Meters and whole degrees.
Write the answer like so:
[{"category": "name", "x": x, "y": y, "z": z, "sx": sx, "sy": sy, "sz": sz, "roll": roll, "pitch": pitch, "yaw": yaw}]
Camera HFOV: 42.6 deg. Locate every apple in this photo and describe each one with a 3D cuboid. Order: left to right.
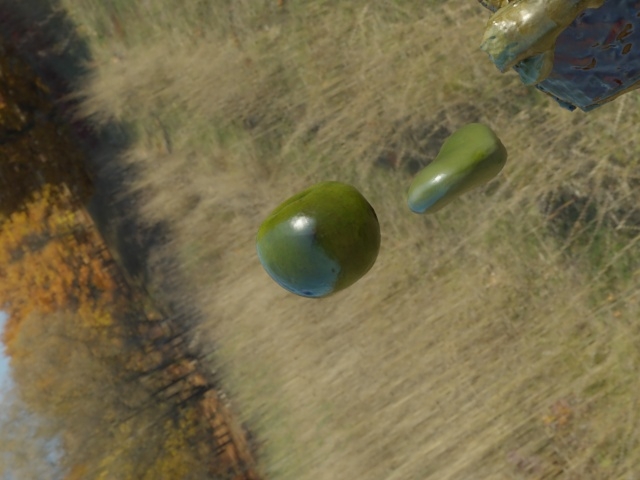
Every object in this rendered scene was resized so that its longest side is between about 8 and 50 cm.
[{"category": "apple", "x": 0.000, "y": 0.000, "z": 1.246, "sx": 0.157, "sy": 0.196, "sz": 0.196, "roll": 51, "pitch": 168, "yaw": -8}]

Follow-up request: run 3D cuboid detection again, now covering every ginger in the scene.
[{"category": "ginger", "x": 0.329, "y": -0.337, "z": 1.074, "sx": 0.298, "sy": 0.118, "sz": 0.065, "roll": -53, "pitch": 30, "yaw": 32}]

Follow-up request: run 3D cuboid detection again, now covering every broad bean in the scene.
[{"category": "broad bean", "x": 0.271, "y": -0.133, "z": 1.603, "sx": 0.121, "sy": 0.263, "sz": 0.189, "roll": 49, "pitch": 143, "yaw": -6}]

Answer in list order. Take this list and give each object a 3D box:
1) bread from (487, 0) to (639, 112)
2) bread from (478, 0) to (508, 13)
[{"category": "bread", "x": 0.497, "y": -0.401, "z": 1.478, "sx": 0.278, "sy": 0.167, "sz": 0.325, "roll": 33, "pitch": 141, "yaw": -22}, {"category": "bread", "x": 0.459, "y": -0.541, "z": 1.796, "sx": 0.185, "sy": 0.380, "sz": 0.109, "roll": 36, "pitch": 118, "yaw": 24}]
